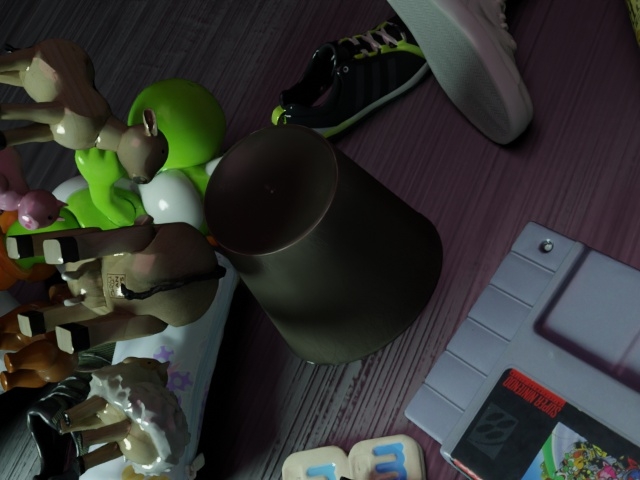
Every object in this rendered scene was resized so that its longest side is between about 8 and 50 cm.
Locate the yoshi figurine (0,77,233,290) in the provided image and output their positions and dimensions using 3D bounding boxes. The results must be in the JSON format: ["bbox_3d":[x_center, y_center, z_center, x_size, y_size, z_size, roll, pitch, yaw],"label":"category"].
[{"bbox_3d":[-0.241,-0.075,0.922,0.362,0.203,0.203,-19,51,9],"label":"yoshi figurine"}]

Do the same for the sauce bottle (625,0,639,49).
[{"bbox_3d":[0.364,-0.213,0.761,0.112,0.111,0.344,-13,60,18],"label":"sauce bottle"}]

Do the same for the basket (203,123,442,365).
[{"bbox_3d":[0.000,0.000,0.751,0.204,0.227,0.154,-43,56,-1],"label":"basket"}]

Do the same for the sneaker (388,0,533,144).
[{"bbox_3d":[0.188,-0.258,0.863,0.169,0.108,0.292,-26,77,-16],"label":"sneaker"}]

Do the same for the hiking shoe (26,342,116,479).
[{"bbox_3d":[-0.255,0.177,0.846,0.086,0.114,0.226,-10,62,19],"label":"hiking shoe"}]

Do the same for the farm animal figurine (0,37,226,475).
[{"bbox_3d":[-0.194,-0.002,0.710,0.327,0.172,0.330,28,121,46],"label":"farm animal figurine"}]

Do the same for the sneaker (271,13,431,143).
[{"bbox_3d":[0.046,-0.200,0.906,0.235,0.097,0.084,-43,57,0],"label":"sneaker"}]

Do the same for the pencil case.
[{"bbox_3d":[-0.163,0.141,0.821,0.124,0.113,0.273,-15,57,41],"label":"pencil case"}]

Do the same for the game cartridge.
[{"bbox_3d":[0.250,0.147,0.618,0.355,0.068,0.230,32,84,44],"label":"game cartridge"}]

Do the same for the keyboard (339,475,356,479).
[{"bbox_3d":[0.019,0.304,0.690,0.108,0.023,0.180,9,69,21],"label":"keyboard"}]

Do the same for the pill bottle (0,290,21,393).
[{"bbox_3d":[-0.529,0.209,0.887,0.408,0.229,0.229,-41,56,1],"label":"pill bottle"}]

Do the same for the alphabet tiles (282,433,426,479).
[{"bbox_3d":[0.040,0.323,0.697,0.278,0.021,0.284,-15,60,18],"label":"alphabet tiles"}]
